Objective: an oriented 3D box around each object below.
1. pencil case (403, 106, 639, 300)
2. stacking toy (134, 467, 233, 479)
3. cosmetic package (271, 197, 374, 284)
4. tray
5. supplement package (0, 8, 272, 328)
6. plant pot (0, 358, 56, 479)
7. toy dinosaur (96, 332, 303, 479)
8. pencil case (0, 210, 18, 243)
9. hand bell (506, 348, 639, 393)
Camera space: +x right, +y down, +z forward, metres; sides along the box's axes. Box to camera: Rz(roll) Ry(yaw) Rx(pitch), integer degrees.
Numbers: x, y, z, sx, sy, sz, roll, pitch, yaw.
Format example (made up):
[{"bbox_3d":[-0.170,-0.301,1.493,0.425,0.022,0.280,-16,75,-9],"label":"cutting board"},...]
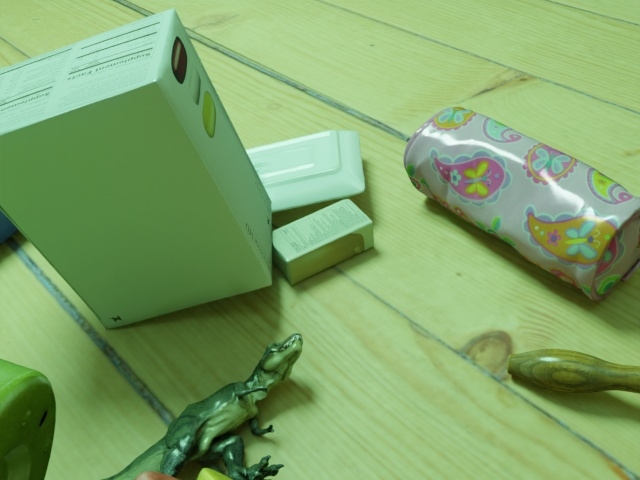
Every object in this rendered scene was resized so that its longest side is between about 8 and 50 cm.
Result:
[{"bbox_3d":[0.227,-0.052,0.745,0.124,0.124,0.284,-32,47,-24],"label":"pencil case"},{"bbox_3d":[-0.006,0.253,0.354,0.280,0.309,0.130,30,74,13],"label":"stacking toy"},{"bbox_3d":[0.000,0.000,0.773,0.115,0.041,0.060,-24,44,-17],"label":"cosmetic package"},{"bbox_3d":[-0.080,-0.086,0.855,0.271,0.030,0.145,-12,40,8],"label":"tray"},{"bbox_3d":[-0.188,-0.061,0.678,0.204,0.261,0.145,-15,42,11],"label":"supplement package"},{"bbox_3d":[-0.395,0.162,0.440,0.353,0.366,0.366,16,45,-3],"label":"plant pot"},{"bbox_3d":[-0.108,0.184,0.579,0.268,0.064,0.118,-28,33,-19],"label":"toy dinosaur"},{"bbox_3d":[-0.471,-0.025,0.807,0.133,0.119,0.306,36,54,8],"label":"pencil case"},{"bbox_3d":[0.289,0.124,0.577,0.242,0.126,0.126,2,42,30],"label":"hand bell"}]
